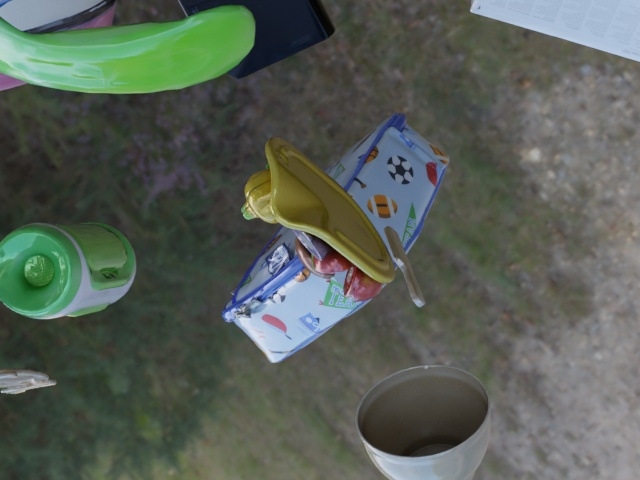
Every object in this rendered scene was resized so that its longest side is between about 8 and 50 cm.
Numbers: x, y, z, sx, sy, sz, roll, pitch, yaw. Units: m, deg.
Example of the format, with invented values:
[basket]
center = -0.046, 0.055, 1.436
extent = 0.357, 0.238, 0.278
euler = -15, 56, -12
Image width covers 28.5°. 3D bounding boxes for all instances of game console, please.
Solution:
[game console]
center = 0.006, -0.321, 1.260
extent = 0.361, 0.044, 0.213
euler = -23, 109, 20

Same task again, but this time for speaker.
[speaker]
center = -0.341, 0.037, 1.715
extent = 0.131, 0.131, 0.296
euler = 49, -174, 4

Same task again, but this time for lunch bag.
[lunch bag]
center = 0.012, 0.001, 1.478
extent = 0.115, 0.303, 0.243
euler = 44, 141, -9

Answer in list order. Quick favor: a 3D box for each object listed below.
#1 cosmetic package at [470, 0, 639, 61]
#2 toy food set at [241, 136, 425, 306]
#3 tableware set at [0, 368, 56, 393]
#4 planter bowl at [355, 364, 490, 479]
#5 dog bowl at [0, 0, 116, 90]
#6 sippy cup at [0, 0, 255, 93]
[cosmetic package]
center = 0.315, -0.304, 1.565
extent = 0.239, 0.060, 0.099
euler = 16, 127, -3
[toy food set]
center = 0.000, 0.000, 1.130
extent = 0.218, 0.071, 0.128
euler = 38, -159, -41
[tableware set]
center = -0.302, 0.111, 0.981
extent = 0.141, 0.020, 0.169
euler = -9, 164, 21
[planter bowl]
center = 0.132, 0.243, 1.523
extent = 0.162, 0.162, 0.109
euler = 25, 139, 45
[dog bowl]
center = -0.350, -0.229, 1.037
extent = 0.408, 0.408, 0.150
euler = 25, 126, 45
[sippy cup]
center = -0.098, -0.235, 0.610
extent = 0.240, 0.224, 0.305
euler = -129, 31, -71
